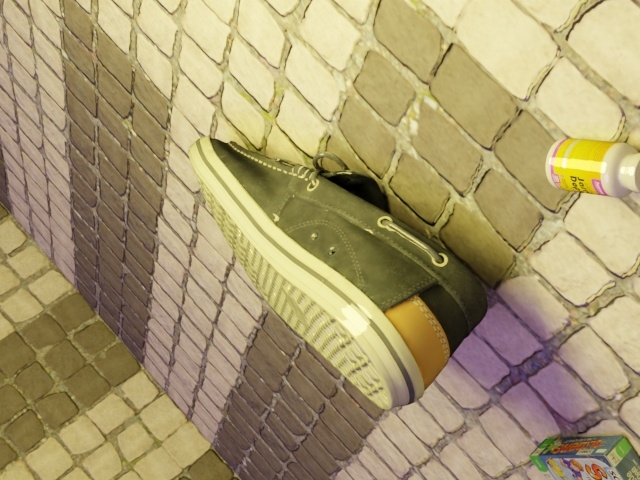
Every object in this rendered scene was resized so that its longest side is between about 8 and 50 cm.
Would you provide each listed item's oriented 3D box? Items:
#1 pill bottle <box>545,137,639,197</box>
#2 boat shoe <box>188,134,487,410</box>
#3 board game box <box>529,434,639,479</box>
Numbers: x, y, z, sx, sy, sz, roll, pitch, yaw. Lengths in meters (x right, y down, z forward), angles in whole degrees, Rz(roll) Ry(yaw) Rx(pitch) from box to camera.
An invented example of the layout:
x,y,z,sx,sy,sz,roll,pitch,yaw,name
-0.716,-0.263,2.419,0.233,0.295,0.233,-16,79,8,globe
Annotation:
x,y,z,sx,sy,sz,roll,pitch,yaw,name
0.223,-0.057,0.788,0.083,0.043,0.043,14,135,52,pill bottle
0.000,0.000,1.113,0.500,0.156,0.187,39,158,50,boat shoe
0.329,0.300,1.073,0.201,0.035,0.136,54,154,-3,board game box
